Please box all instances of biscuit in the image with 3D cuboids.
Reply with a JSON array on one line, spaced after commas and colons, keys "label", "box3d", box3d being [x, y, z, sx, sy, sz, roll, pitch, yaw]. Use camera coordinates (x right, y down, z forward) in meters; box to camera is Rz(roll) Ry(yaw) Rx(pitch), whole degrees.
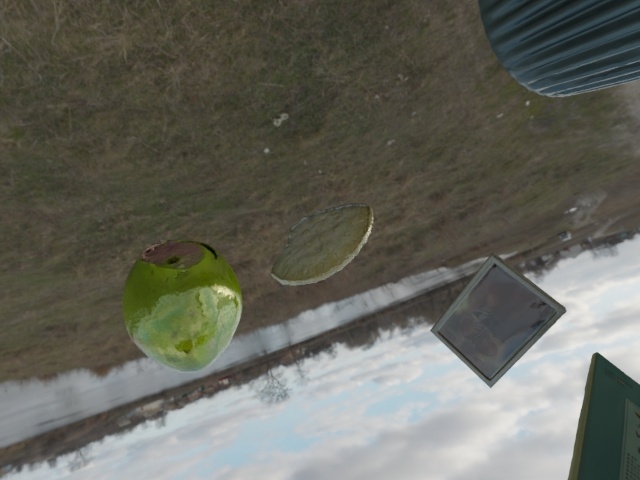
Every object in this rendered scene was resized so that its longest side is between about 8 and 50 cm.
[{"label": "biscuit", "box3d": [0.000, 0.000, 0.914, 0.265, 0.188, 0.040, -38, 137, -2]}]

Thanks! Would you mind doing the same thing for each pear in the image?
[{"label": "pear", "box3d": [-0.212, 0.115, 0.660, 0.187, 0.220, 0.187, 0, -160, 0]}]

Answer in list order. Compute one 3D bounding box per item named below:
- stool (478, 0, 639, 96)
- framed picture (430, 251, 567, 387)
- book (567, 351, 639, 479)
[{"label": "stool", "box3d": [0.366, -0.314, 0.409, 0.297, 0.297, 0.330, -14, -173, -21]}, {"label": "framed picture", "box3d": [0.441, 0.207, 1.064, 0.020, 0.211, 0.290, -9, 136, -49]}, {"label": "book", "box3d": [0.561, 0.403, 0.713, 0.379, 0.264, 0.031, -40, 166, -42]}]
